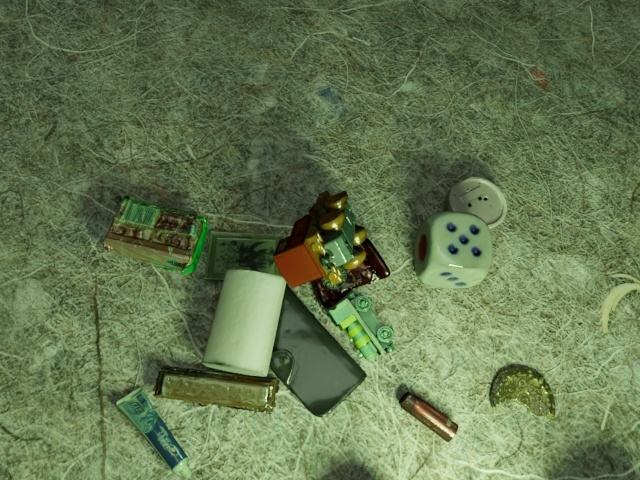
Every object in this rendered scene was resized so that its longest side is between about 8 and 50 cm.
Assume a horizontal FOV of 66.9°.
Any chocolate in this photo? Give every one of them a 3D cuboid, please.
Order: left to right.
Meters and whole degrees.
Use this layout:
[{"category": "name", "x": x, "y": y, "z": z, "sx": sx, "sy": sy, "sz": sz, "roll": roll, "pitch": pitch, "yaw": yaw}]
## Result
[{"category": "chocolate", "x": -0.273, "y": 0.391, "z": 1.287, "sx": 0.328, "sy": 0.065, "sz": 0.103, "roll": 9, "pitch": 64, "yaw": -5}]

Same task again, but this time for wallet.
[{"category": "wallet", "x": -0.060, "y": 0.303, "z": 1.364, "sx": 0.197, "sy": 0.051, "sz": 0.377, "roll": -37, "pitch": 72, "yaw": -20}]

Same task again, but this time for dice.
[{"category": "dice", "x": 0.398, "y": 0.032, "z": 1.473, "sx": 0.191, "sy": 0.193, "sz": 0.194, "roll": 5, "pitch": 64, "yaw": -7}]

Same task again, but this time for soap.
[{"category": "soap", "x": -0.483, "y": -0.022, "z": 1.432, "sx": 0.273, "sy": 0.098, "sz": 0.218, "roll": 13, "pitch": 64, "yaw": -2}]

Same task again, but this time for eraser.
[{"category": "eraser", "x": -0.205, "y": 0.220, "z": 1.322, "sx": 0.173, "sy": 0.095, "sz": 0.271, "roll": 7, "pitch": 67, "yaw": 7}]

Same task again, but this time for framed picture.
[{"category": "framed picture", "x": -0.228, "y": 0.049, "z": 1.472, "sx": 0.231, "sy": 0.010, "sz": 0.173, "roll": 2, "pitch": 58, "yaw": -7}]

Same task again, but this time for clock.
[{"category": "clock", "x": 0.518, "y": -0.114, "z": 1.625, "sx": 0.196, "sy": 0.068, "sz": 0.197, "roll": 3, "pitch": 64, "yaw": -6}]

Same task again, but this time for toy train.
[{"category": "toy train", "x": 0.000, "y": 0.000, "z": 1.384, "sx": 0.231, "sy": 0.163, "sz": 0.369, "roll": -21, "pitch": 22, "yaw": 16}, {"category": "toy train", "x": 0.123, "y": 0.253, "z": 1.401, "sx": 0.132, "sy": 0.083, "sz": 0.200, "roll": -33, "pitch": 73, "yaw": -9}]

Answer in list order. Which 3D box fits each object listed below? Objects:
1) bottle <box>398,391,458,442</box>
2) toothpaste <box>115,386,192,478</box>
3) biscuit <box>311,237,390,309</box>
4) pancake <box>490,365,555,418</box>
[{"category": "bottle", "x": 0.292, "y": 0.480, "z": 1.328, "sx": 0.164, "sy": 0.060, "sz": 0.060, "roll": 35, "pitch": 66, "yaw": 9}, {"category": "toothpaste", "x": -0.415, "y": 0.494, "z": 1.234, "sx": 0.069, "sy": 0.047, "sz": 0.268, "roll": -43, "pitch": 73, "yaw": -9}, {"category": "biscuit", "x": 0.077, "y": 0.093, "z": 1.471, "sx": 0.235, "sy": 0.063, "sz": 0.151, "roll": -25, "pitch": 70, "yaw": -10}, {"category": "pancake", "x": 0.588, "y": 0.456, "z": 1.398, "sx": 0.184, "sy": 0.020, "sz": 0.190, "roll": -40, "pitch": 75, "yaw": -23}]
